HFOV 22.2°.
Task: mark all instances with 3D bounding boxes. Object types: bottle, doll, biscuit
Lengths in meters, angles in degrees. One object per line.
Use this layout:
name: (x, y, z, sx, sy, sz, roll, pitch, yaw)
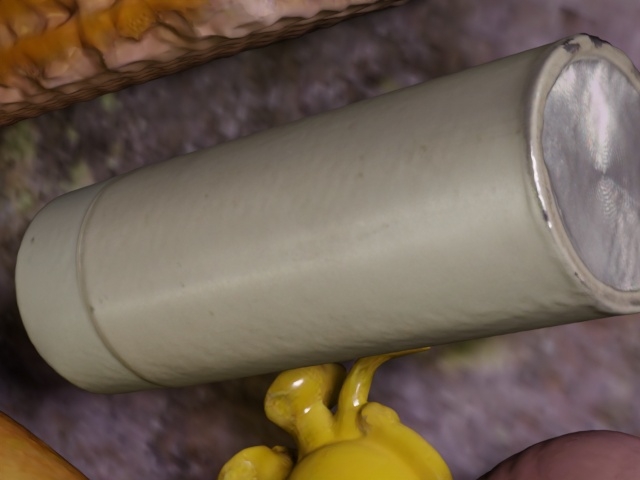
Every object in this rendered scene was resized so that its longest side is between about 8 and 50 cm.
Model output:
bottle: (0.000, 0.000, 0.472, 0.201, 0.072, 0.072, -13, 96, 41)
doll: (0.049, 0.100, 0.459, 0.145, 0.096, 0.188, -41, 54, 26)
biscuit: (-0.139, -0.058, 0.552, 0.378, 0.094, 0.054, -11, 97, 41)

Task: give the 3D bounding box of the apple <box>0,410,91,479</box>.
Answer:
apple: (-0.213, 0.204, 0.561, 0.339, 0.339, 0.340, 13, 112, 36)
